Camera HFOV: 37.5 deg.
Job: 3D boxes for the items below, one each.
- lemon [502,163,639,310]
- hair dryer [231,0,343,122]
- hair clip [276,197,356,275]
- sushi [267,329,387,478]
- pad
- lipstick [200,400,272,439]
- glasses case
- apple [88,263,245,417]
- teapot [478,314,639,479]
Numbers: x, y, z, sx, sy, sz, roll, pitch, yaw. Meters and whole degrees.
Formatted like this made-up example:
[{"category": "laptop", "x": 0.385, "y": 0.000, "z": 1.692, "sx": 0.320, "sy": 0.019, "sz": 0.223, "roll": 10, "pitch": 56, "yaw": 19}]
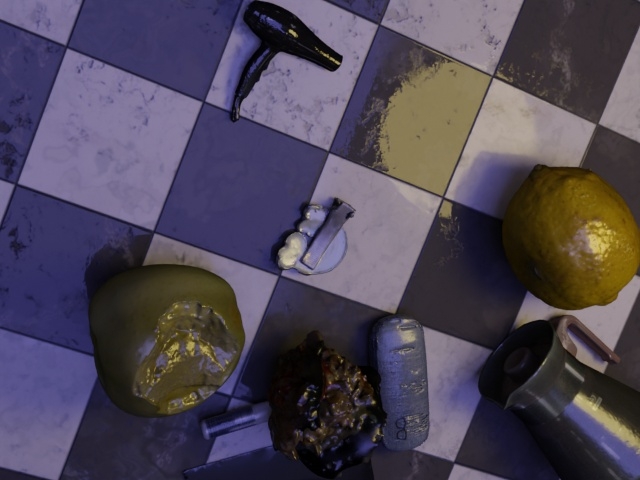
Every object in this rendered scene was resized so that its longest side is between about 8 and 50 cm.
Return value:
[{"category": "lemon", "x": 0.468, "y": -0.008, "z": 1.784, "sx": 0.253, "sy": 0.253, "sz": 0.310, "roll": -35, "pitch": 104, "yaw": -6}, {"category": "hair dryer", "x": -0.088, "y": -0.297, "z": 1.679, "sx": 0.195, "sy": 0.075, "sz": 0.219, "roll": 28, "pitch": 103, "yaw": -28}, {"category": "hair clip", "x": 0.000, "y": 0.000, "z": 1.761, "sx": 0.116, "sy": 0.049, "sz": 0.172, "roll": 33, "pitch": 94, "yaw": -14}, {"category": "sushi", "x": -0.012, "y": 0.304, "z": 1.723, "sx": 0.219, "sy": 0.238, "sz": 0.225, "roll": 29, "pitch": 99, "yaw": -37}, {"category": "pad", "x": -0.066, "y": 0.513, "z": 1.870, "sx": 0.367, "sy": 0.007, "sz": 0.247, "roll": -14, "pitch": 104, "yaw": -13}, {"category": "lipstick", "x": -0.157, "y": 0.340, "z": 1.791, "sx": 0.141, "sy": 0.040, "sz": 0.040, "roll": -14, "pitch": 105, "yaw": -12}, {"category": "glasses case", "x": 0.155, "y": 0.280, "z": 1.850, "sx": 0.109, "sy": 0.067, "sz": 0.282, "roll": -8, "pitch": 105, "yaw": -16}, {"category": "apple", "x": -0.271, "y": 0.169, "z": 1.619, "sx": 0.279, "sy": 0.279, "sz": 0.279, "roll": -3, "pitch": 102, "yaw": -15}, {"category": "teapot", "x": 0.513, "y": 0.322, "z": 1.881, "sx": 0.344, "sy": 0.253, "sz": 0.300, "roll": 42, "pitch": 55, "yaw": -14}]
